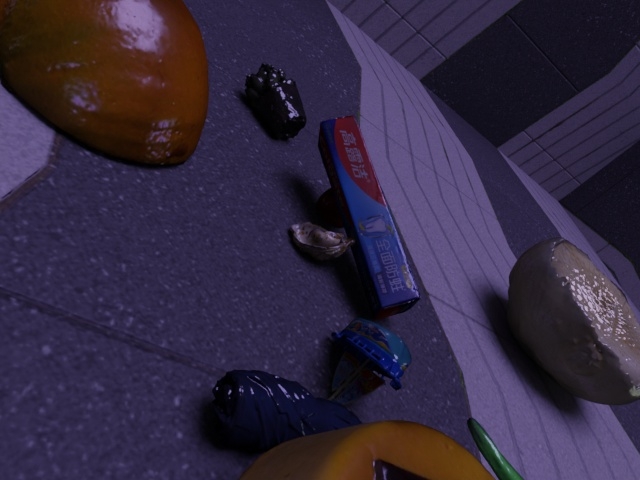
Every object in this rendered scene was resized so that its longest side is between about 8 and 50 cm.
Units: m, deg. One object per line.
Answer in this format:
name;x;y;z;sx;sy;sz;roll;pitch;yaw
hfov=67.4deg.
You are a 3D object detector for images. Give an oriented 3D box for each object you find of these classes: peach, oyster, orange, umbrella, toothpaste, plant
peach;0.034;-0.054;0.841;0.050;0.077;0.083;57;-13;28
oyster;0.000;0.000;0.724;0.080;0.038;0.083;-21;44;-21
orange;-0.280;-0.241;0.626;0.274;0.274;0.311;-17;97;-58
umbrella;-0.002;0.184;0.481;0.248;0.071;0.071;28;33;-36
toothpaste;0.069;-0.042;0.754;0.065;0.076;0.321;-14;69;-9
plant;-0.084;-0.268;0.915;0.091;0.094;0.143;-15;68;-46

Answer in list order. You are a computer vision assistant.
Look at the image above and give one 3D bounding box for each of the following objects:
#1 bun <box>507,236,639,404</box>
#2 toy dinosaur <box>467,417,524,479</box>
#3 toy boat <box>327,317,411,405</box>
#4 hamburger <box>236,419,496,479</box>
bun;0.533;0.181;1.037;0.364;0.202;0.365;29;40;-28
toy dinosaur;0.407;0.379;0.688;0.500;0.144;0.374;55;25;6
toy boat;0.048;0.152;0.556;0.091;0.110;0.175;45;-13;-3
hamburger;0.040;0.268;0.302;0.300;0.176;0.300;31;31;-22
